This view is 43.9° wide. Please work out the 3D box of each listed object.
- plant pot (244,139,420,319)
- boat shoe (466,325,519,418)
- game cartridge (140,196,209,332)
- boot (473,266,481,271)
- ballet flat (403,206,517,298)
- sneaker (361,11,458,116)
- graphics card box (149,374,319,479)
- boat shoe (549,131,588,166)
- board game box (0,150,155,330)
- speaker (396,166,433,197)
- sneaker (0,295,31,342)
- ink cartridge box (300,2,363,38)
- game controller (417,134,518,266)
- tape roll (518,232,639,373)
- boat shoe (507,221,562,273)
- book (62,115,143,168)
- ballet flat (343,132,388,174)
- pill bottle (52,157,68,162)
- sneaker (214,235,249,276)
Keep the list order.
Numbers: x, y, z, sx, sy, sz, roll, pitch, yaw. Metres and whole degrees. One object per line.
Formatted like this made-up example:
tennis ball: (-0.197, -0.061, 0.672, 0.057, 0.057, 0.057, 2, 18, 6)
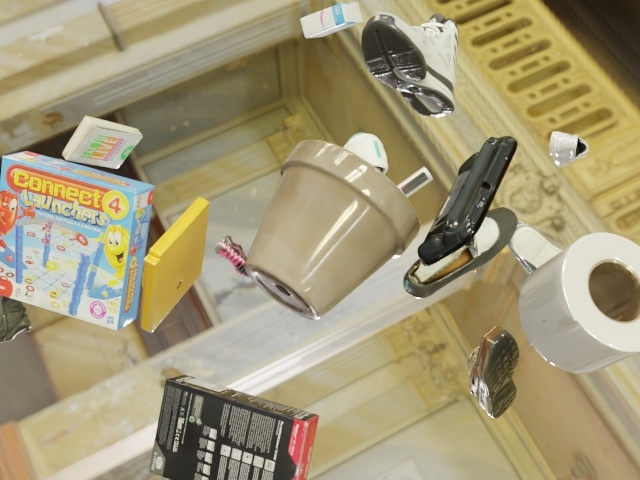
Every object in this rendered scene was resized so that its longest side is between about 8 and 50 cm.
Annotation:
plant pot: (0.000, 0.000, 1.647, 0.323, 0.280, 0.323, 32, -19, 12)
boat shoe: (0.431, 0.335, 2.057, 0.120, 0.122, 0.324, 38, -29, 38)
game cartridge: (-0.423, 0.070, 2.295, 0.052, 0.285, 0.324, 25, -44, 11)
boot: (0.376, 0.027, 1.957, 0.042, 0.118, 0.087, 23, -18, -13)
ballet flat: (0.290, 0.021, 1.627, 0.095, 0.280, 0.096, 51, -1, 24)
sneaker: (0.261, -0.562, 2.247, 0.447, 0.169, 0.257, 36, 58, -51)
graphics card box: (-0.200, 0.467, 1.814, 0.094, 0.371, 0.233, 1, 100, -69)
boat shoe: (0.522, -0.191, 1.647, 0.184, 0.063, 0.066, 19, 81, -63)
board game box: (-0.521, -0.002, 1.656, 0.086, 0.308, 0.302, -44, 147, -70)
speaker: (0.309, -0.189, 2.678, 0.055, 0.136, 0.055, 55, 3, -4)
sneaker: (-0.767, 0.148, 1.958, 0.130, 0.087, 0.227, 56, 35, -57)
ink cartridge box: (0.026, -0.533, 1.923, 0.122, 0.088, 0.052, -12, -82, 33)
game controller: (0.290, -0.081, 1.560, 0.067, 0.319, 0.166, 35, -38, -3)
tape roll: (0.544, 0.127, 1.584, 0.246, 0.246, 0.169, 62, -25, 14)
boat shoe: (0.643, 0.046, 2.336, 0.319, 0.116, 0.099, 40, 8, -32)
book: (-0.438, -0.193, 1.597, 0.035, 0.096, 0.144, 49, 20, 20)
ballet flat: (0.053, -0.078, 1.962, 0.139, 0.139, 0.400, 56, -46, 35)
pill bottle: (-0.606, -0.113, 1.901, 0.219, 0.123, 0.123, 29, -36, 49)
sneaker: (-0.192, 0.034, 1.867, 0.047, 0.057, 0.119, -29, -67, 39)
